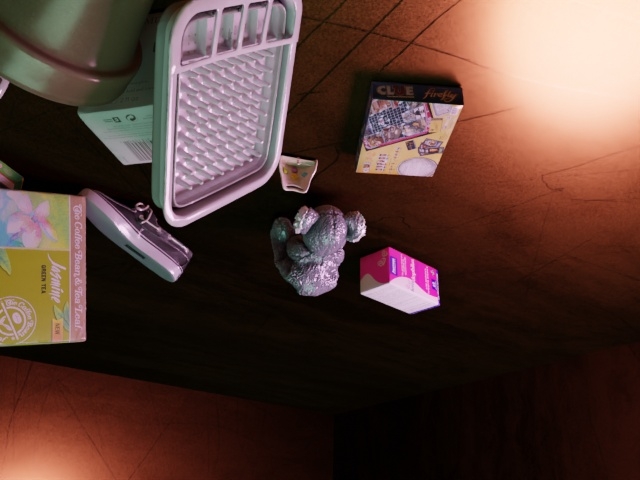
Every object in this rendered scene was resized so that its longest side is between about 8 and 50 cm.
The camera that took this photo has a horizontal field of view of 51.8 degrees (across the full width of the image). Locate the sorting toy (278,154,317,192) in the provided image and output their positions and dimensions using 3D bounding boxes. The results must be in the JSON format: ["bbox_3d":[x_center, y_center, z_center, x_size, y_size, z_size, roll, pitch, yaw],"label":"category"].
[{"bbox_3d":[-0.053,-0.136,1.380,0.083,0.075,0.045,9,153,-14],"label":"sorting toy"}]

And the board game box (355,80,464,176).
[{"bbox_3d":[0.162,-0.206,1.263,0.165,0.042,0.243,3,154,-4],"label":"board game box"}]

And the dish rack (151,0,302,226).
[{"bbox_3d":[-0.149,-0.207,0.973,0.072,0.285,0.332,25,125,22],"label":"dish rack"}]

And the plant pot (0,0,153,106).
[{"bbox_3d":[-0.309,-0.342,0.829,0.263,0.263,0.229,23,128,-37],"label":"plant pot"}]

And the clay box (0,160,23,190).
[{"bbox_3d":[-0.789,-0.135,1.444,0.222,0.053,0.127,-7,154,14],"label":"clay box"}]

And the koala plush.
[{"bbox_3d":[0.000,0.000,1.554,0.196,0.203,0.221,10,141,-18],"label":"koala plush"}]

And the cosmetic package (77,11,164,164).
[{"bbox_3d":[-0.268,-0.241,1.054,0.151,0.183,0.151,-5,155,12],"label":"cosmetic package"}]

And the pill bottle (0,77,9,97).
[{"bbox_3d":[-0.611,-0.296,1.034,0.117,0.117,0.215,-14,149,29],"label":"pill bottle"}]

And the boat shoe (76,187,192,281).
[{"bbox_3d":[-0.435,-0.033,1.575,0.306,0.105,0.113,41,151,-18],"label":"boat shoe"}]

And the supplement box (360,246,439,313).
[{"bbox_3d":[0.222,0.115,1.838,0.220,0.111,0.114,23,146,-37],"label":"supplement box"}]

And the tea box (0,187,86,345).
[{"bbox_3d":[-0.702,0.066,1.430,0.324,0.328,0.220,2,171,-40],"label":"tea box"}]
